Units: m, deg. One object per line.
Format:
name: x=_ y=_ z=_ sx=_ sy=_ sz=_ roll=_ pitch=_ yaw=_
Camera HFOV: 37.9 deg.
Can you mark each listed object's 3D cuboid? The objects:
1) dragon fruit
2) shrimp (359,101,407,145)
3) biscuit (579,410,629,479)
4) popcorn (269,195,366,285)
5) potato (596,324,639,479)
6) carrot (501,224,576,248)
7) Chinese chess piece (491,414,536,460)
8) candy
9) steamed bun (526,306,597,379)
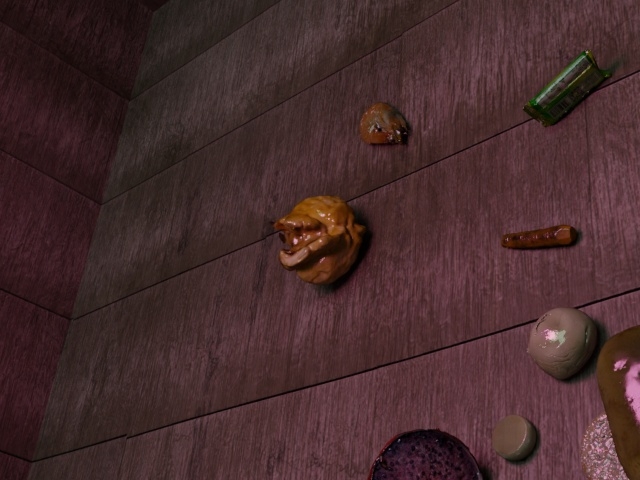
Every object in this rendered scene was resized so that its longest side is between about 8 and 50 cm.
dragon fruit: x=0.181 y=0.463 z=1.721 sx=0.219 sy=0.223 sz=0.148 roll=-29 pitch=-9 yaw=-16
shrimp: x=0.162 y=-0.286 z=2.396 sx=0.115 sy=0.051 sz=0.217 roll=-57 pitch=35 yaw=13
biscuit: x=0.495 y=0.344 z=1.542 sx=0.152 sy=0.020 sz=0.152 roll=-31 pitch=44 yaw=35
popcorn: x=0.001 y=0.002 z=2.259 sx=0.191 sy=0.190 sz=0.254 roll=16 pitch=37 yaw=41
potato: x=0.536 y=0.261 z=1.421 sx=0.210 sy=0.173 sz=0.307 roll=-12 pitch=55 yaw=23
carrot: x=0.433 y=-0.006 z=1.866 sx=0.171 sy=0.042 sz=0.042 roll=-6 pitch=59 yaw=50
Chinese chess piece: x=0.352 y=0.358 z=1.694 sx=0.084 sy=0.034 sz=0.084 roll=-32 pitch=40 yaw=32
candy: x=0.513 y=-0.315 z=1.948 sx=0.178 sy=0.102 sz=0.032 roll=-43 pitch=42 yaw=20
steamed bun: x=0.433 y=0.180 z=1.679 sx=0.130 sy=0.091 sz=0.112 roll=-51 pitch=37 yaw=8
